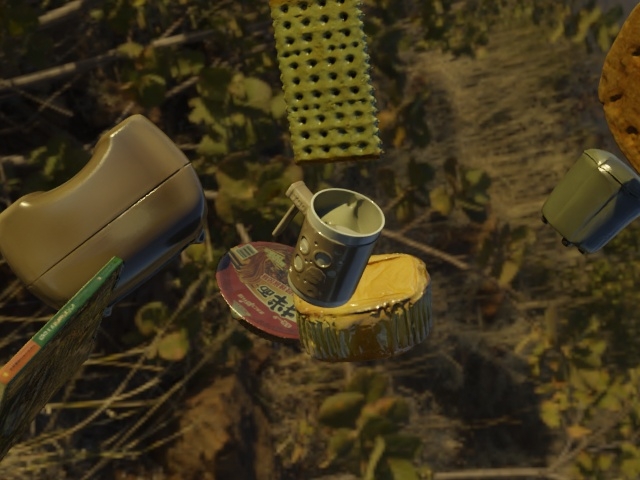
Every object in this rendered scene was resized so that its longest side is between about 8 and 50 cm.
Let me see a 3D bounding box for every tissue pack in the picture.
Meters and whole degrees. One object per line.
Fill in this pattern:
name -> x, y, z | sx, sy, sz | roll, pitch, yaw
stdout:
tissue pack -> -0.402, -0.032, 1.811 | 0.277, 0.387, 0.267 | 51, -8, -4

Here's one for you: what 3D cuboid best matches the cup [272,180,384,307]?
cup -> -0.001, 0.005, 0.910 | 0.074, 0.102, 0.099 | -61, 173, -54

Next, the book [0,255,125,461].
book -> -0.456, 0.208, 1.569 | 0.260, 0.043, 0.371 | -62, 178, 32

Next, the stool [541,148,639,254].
stool -> 0.314, -0.044, 1.087 | 0.096, 0.110, 0.096 | 35, 17, -13

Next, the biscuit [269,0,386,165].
biscuit -> 0.008, -0.218, 1.273 | 0.016, 0.139, 0.231 | -32, 117, -62

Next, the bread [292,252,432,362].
bread -> 0.060, 0.095, 1.297 | 0.132, 0.191, 0.114 | -86, 168, -52

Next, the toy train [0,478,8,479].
toy train -> -0.468, 0.387, 1.052 | 0.163, 0.232, 0.369 | 60, 14, 6

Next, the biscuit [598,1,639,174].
biscuit -> 0.398, -0.085, 0.849 | 0.057, 0.344, 0.287 | -15, 124, -32

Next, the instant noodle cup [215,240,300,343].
instant noodle cup -> -0.089, 0.122, 1.872 | 0.090, 0.274, 0.274 | -65, 176, 37
